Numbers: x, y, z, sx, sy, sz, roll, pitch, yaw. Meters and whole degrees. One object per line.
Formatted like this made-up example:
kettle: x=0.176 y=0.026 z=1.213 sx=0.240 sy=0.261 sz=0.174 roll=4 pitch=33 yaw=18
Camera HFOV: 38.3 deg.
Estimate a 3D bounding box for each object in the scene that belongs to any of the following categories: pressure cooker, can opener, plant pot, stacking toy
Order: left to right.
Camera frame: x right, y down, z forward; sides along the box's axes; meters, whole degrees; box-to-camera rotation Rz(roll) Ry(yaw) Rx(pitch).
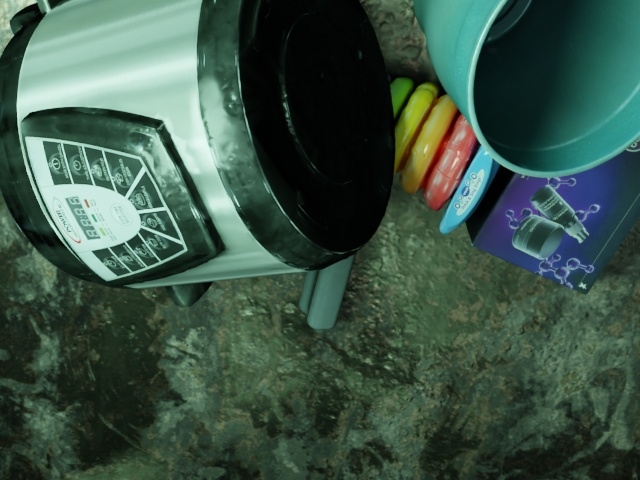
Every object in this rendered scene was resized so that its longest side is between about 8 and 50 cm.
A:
pressure cooker: x=-0.163 y=-0.123 z=1.071 sx=0.420 sy=0.370 sz=0.375 roll=-6 pitch=163 yaw=30
can opener: x=0.000 y=0.000 z=1.286 sx=0.095 sy=0.076 sz=0.283 roll=-1 pitch=124 yaw=-24
stacking toy: x=0.093 y=-0.158 z=1.200 sx=0.302 sy=0.166 sz=0.175 roll=28 pitch=125 yaw=5
plant pot: x=0.234 y=-0.250 z=1.048 sx=0.271 sy=0.255 sz=0.272 roll=-11 pitch=126 yaw=-16

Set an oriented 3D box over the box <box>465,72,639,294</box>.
box: x=0.337 y=-0.083 z=1.236 sx=0.184 sy=0.103 sz=0.261 roll=21 pitch=115 yaw=-11
